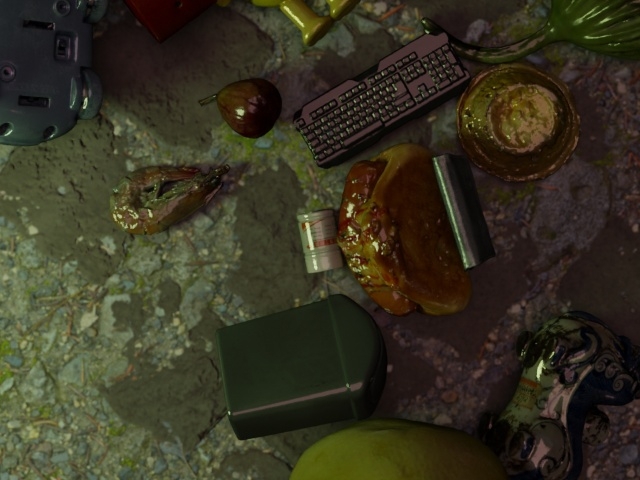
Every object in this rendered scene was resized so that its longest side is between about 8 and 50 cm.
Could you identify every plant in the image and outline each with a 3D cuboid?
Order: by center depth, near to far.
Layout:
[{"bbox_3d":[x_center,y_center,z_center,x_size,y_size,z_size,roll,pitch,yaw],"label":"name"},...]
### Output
[{"bbox_3d":[0.359,-0.330,1.808,0.333,0.180,0.251,-30,98,30],"label":"plant"}]

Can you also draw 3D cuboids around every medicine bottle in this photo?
[{"bbox_3d":[0.000,0.000,1.796,0.057,0.057,0.089,-10,91,-2],"label":"medicine bottle"}]

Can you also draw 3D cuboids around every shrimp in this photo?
[{"bbox_3d":[-0.221,-0.072,1.796,0.190,0.042,0.101,-22,84,-1],"label":"shrimp"}]

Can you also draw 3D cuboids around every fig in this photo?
[{"bbox_3d":[-0.121,-0.203,1.786,0.125,0.089,0.089,22,90,20],"label":"fig"}]

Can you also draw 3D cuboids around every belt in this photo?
[{"bbox_3d":[-0.281,-0.434,1.697,0.115,0.227,0.324,-38,94,-4],"label":"belt"}]

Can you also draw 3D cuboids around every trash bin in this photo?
[{"bbox_3d":[-0.022,0.180,1.746,0.236,0.101,0.177,-13,55,2],"label":"trash bin"}]

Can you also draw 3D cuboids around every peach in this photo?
[{"bbox_3d":[0.116,0.387,1.687,0.315,0.281,0.314,-28,114,37],"label":"peach"}]

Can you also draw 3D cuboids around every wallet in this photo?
[{"bbox_3d":[0.203,-0.044,1.725,0.036,0.222,0.167,-16,88,12],"label":"wallet"}]

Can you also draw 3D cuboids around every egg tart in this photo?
[{"bbox_3d":[0.293,-0.176,1.800,0.191,0.074,0.191,0,92,0],"label":"egg tart"}]

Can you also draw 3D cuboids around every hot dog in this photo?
[{"bbox_3d":[0.107,-0.003,1.749,0.153,0.150,0.257,-17,92,-26],"label":"hot dog"}]

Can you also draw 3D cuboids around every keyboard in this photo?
[{"bbox_3d":[0.089,-0.209,1.802,0.262,0.016,0.106,-30,91,5],"label":"keyboard"}]

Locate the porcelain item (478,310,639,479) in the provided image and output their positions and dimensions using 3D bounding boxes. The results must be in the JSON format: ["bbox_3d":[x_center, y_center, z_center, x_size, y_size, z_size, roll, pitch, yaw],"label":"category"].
[{"bbox_3d":[0.356,0.249,1.787,0.186,0.138,0.288,25,85,-19],"label":"porcelain item"}]

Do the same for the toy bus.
[{"bbox_3d":[-0.437,-0.280,1.701,0.197,0.231,0.294,-1,96,-39],"label":"toy bus"}]

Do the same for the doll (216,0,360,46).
[{"bbox_3d":[-0.106,-0.439,1.749,0.199,0.145,0.363,-43,85,4],"label":"doll"}]
